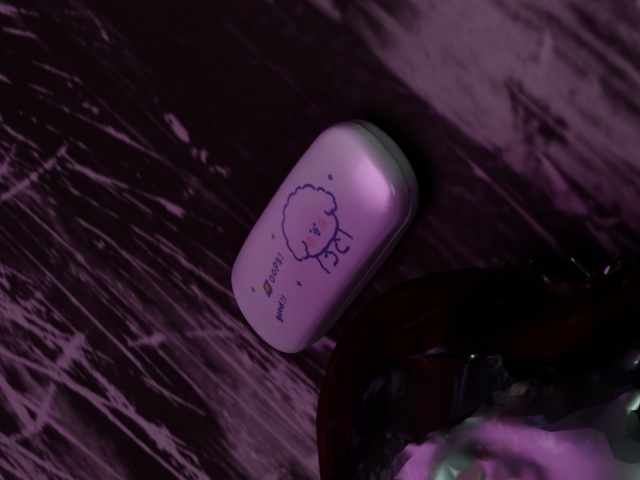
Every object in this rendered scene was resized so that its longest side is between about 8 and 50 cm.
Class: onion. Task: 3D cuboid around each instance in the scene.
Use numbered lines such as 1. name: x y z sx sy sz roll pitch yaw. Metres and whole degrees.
1. onion: 0.133 0.114 0.992 0.281 0.281 0.221 17 156 42

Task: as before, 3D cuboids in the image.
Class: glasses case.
1. glasses case: 0.000 0.000 1.192 0.076 0.049 0.197 52 140 14
